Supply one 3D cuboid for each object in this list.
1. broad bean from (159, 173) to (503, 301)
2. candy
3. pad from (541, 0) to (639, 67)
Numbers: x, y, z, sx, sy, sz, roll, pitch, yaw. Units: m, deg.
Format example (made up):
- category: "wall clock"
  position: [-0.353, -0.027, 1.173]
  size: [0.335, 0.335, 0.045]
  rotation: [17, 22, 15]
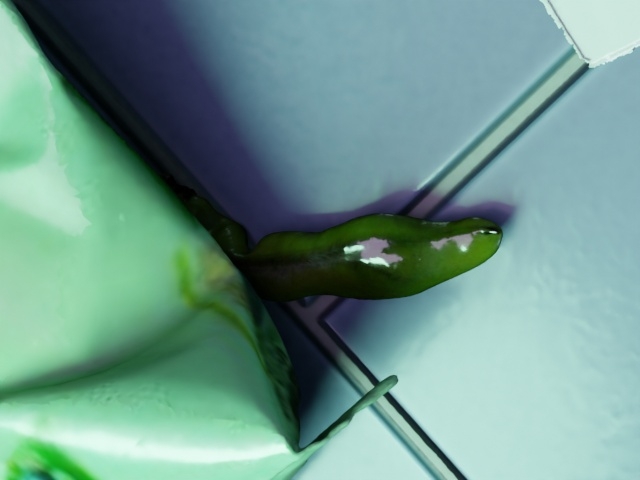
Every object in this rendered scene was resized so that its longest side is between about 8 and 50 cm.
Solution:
- category: "broad bean"
  position: [-0.002, 0.007, 0.721]
  size: [0.195, 0.046, 0.061]
  rotation: [10, 115, 19]
- category: "candy"
  position: [-0.160, 0.004, 0.703]
  size: [0.398, 0.172, 0.263]
  rotation: [55, 136, 10]
- category: "pad"
  position: [0.134, -0.203, 0.615]
  size: [0.156, 0.004, 0.232]
  rotation: [-28, 113, 21]
